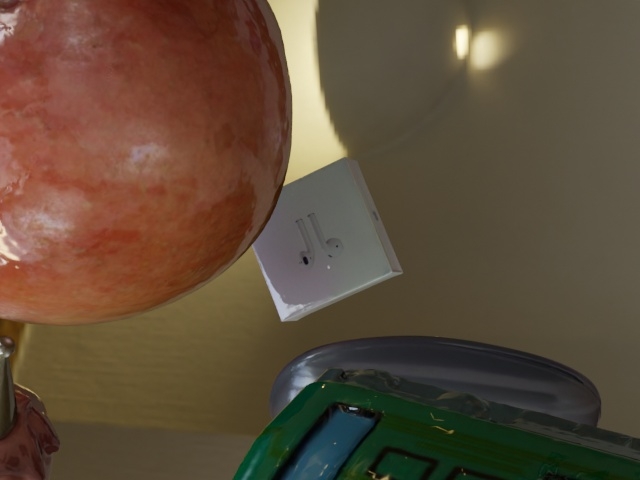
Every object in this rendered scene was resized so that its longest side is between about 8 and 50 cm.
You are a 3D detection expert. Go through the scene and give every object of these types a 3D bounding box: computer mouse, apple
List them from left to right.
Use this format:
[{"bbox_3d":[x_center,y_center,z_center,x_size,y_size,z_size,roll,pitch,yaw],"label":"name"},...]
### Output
[{"bbox_3d":[-0.190,-0.104,1.108,0.364,0.363,0.364,-2,-88,-61],"label":"apple"},{"bbox_3d":[0.080,0.113,0.951,0.120,0.232,0.057,98,176,-54],"label":"computer mouse"}]

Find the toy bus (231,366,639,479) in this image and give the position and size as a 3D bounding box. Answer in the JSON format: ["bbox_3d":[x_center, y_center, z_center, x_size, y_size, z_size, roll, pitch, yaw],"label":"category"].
[{"bbox_3d":[0.107,0.201,0.665,0.199,0.343,0.184,-40,-46,-52],"label":"toy bus"}]

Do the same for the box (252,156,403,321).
[{"bbox_3d":[0.000,0.000,1.398,0.129,0.130,0.051,68,-163,10],"label":"box"}]

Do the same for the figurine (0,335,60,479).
[{"bbox_3d":[-0.314,0.220,1.151,0.207,0.387,0.166,10,-139,-40],"label":"figurine"}]
